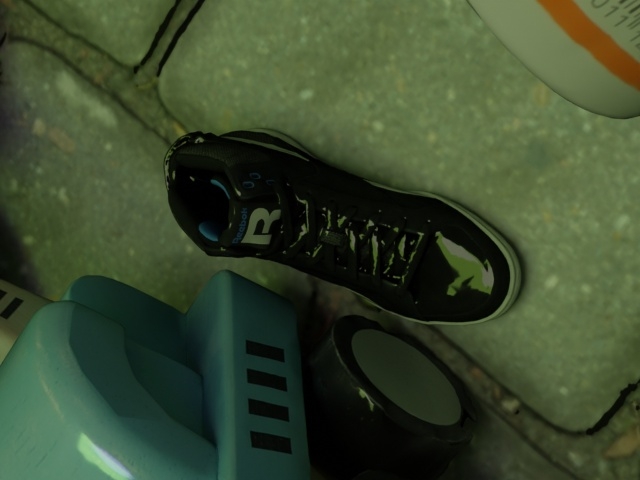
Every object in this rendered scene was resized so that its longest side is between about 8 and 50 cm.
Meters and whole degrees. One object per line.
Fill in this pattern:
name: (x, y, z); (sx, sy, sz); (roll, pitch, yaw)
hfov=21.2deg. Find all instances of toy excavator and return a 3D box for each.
toy excavator: (-0.151, 0.081, 0.976); (0.445, 0.433, 0.222); (28, 115, -20)

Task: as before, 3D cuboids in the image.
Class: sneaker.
sneaker: (0.000, 0.000, 0.996); (0.217, 0.121, 0.079); (24, 108, 25)

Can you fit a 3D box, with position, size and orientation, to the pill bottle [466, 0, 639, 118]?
pill bottle: (0.238, -0.245, 0.774); (0.392, 0.224, 0.224); (-33, 79, 28)
